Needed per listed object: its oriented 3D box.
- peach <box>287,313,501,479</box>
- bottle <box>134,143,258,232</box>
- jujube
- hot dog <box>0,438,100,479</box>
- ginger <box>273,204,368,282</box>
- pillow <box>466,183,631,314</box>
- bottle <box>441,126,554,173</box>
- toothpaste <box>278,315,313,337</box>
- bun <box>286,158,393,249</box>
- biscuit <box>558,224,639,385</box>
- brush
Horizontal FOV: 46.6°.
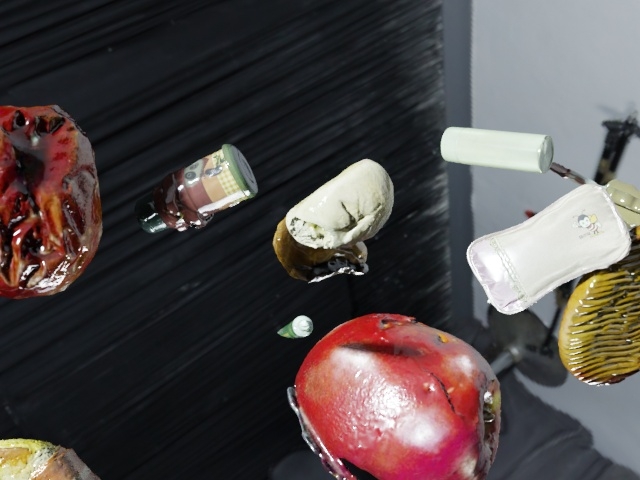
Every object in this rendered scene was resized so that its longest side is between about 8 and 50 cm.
[{"bbox_3d":[0.142,0.321,1.453,0.417,0.352,0.339,-3,162,32],"label":"peach"},{"bbox_3d":[-0.282,-0.098,1.647,0.143,0.271,0.156,66,-173,9],"label":"bottle"},{"bbox_3d":[-0.573,-0.078,1.475,0.276,0.277,0.376,17,110,58],"label":"jujube"},{"bbox_3d":[-0.455,0.426,1.291,0.261,0.123,0.093,51,-173,-8],"label":"hot dog"},{"bbox_3d":[-0.001,0.000,2.122,0.200,0.270,0.222,3,103,61],"label":"ginger"},{"bbox_3d":[0.343,0.014,1.120,0.130,0.233,0.038,66,-167,19],"label":"pillow"},{"bbox_3d":[0.333,-0.173,1.410,0.202,0.072,0.072,13,134,36],"label":"bottle"},{"bbox_3d":[-0.036,0.144,1.202,0.204,0.049,0.031,127,146,-77],"label":"toothpaste"},{"bbox_3d":[0.041,-0.048,1.311,0.127,0.193,0.178,57,157,-4],"label":"bun"},{"bbox_3d":[0.520,0.104,1.214,0.040,0.318,0.317,43,155,49],"label":"biscuit"},{"bbox_3d":[0.540,-0.102,1.463,0.301,0.084,0.071,28,130,11],"label":"brush"}]
